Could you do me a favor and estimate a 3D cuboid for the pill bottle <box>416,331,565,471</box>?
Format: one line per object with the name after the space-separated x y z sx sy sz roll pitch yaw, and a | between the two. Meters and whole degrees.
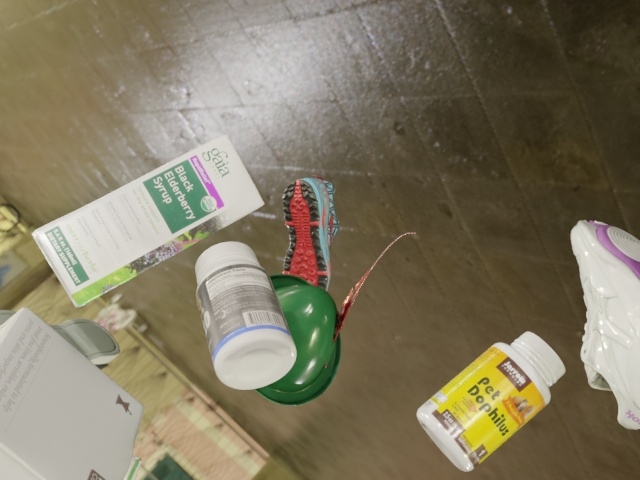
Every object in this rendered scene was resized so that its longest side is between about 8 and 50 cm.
0.258 0.235 1.137 0.117 0.215 0.117 50 172 9 | pill bottle

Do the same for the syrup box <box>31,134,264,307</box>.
-0.192 -0.023 0.860 0.093 0.237 0.096 62 162 -6 | syrup box

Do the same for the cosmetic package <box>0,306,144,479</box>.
-0.278 0.189 0.648 0.151 0.184 0.151 46 -163 -21 | cosmetic package

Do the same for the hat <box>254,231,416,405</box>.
0.003 0.098 0.978 0.173 0.208 0.184 11 158 -31 | hat

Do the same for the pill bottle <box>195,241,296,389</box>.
-0.078 0.069 0.739 0.078 0.078 0.137 70 177 -45 | pill bottle

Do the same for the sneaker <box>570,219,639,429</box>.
0.358 0.090 0.936 0.114 0.305 0.152 20 124 -18 | sneaker

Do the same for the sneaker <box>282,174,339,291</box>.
0.000 0.000 1.519 0.104 0.125 0.261 12 110 33 | sneaker

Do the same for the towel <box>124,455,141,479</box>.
-0.552 0.498 1.519 0.325 0.247 0.038 24 161 -14 | towel

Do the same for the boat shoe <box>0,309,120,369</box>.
-0.402 0.170 1.092 0.114 0.091 0.302 46 -174 22 | boat shoe
